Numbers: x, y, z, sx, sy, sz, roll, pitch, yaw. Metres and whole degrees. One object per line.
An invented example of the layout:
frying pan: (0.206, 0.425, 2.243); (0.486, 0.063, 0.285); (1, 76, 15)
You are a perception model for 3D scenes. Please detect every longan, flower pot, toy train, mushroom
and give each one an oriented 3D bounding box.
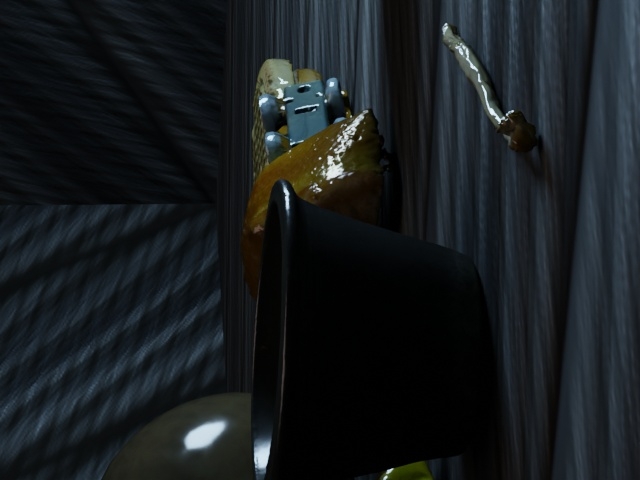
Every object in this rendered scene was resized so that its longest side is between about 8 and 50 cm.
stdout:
longan: (-0.090, 0.296, 1.929); (0.297, 0.297, 0.297); (179, 90, -84)
flower pot: (0.032, 0.077, 1.341); (0.235, 0.148, 0.235); (-177, 90, -85)
toy train: (-0.005, -0.081, 1.929); (0.219, 0.089, 0.127); (-98, -4, -56)
mushroom: (0.106, -0.101, 1.257); (0.286, 0.026, 0.028); (-105, 31, -71)

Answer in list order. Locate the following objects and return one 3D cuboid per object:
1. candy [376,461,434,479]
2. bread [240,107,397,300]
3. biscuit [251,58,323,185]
candy: (0.066, 0.250, 1.394); (0.297, 0.081, 0.187); (-78, -10, -65)
bread: (-0.009, -0.003, 1.765); (0.260, 0.134, 0.129); (97, 171, -50)
biscuit: (-0.034, -0.085, 2.217); (0.259, 0.079, 0.259); (179, 90, -84)
